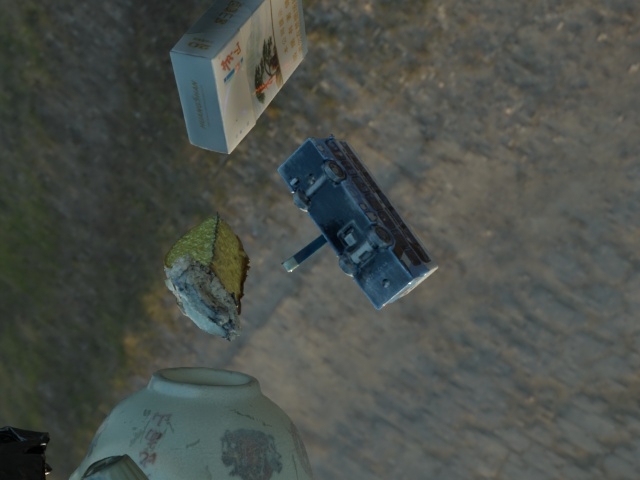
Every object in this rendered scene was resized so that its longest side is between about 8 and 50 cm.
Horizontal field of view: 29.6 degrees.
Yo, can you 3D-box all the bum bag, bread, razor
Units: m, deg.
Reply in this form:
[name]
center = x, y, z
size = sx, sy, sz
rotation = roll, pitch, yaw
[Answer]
[bum bag]
center = -0.445, 0.345, 1.752
size = 0.123, 0.060, 0.248
rotation = 5, -161, -19
[bread]
center = -0.215, 0.061, 2.225
size = 0.129, 0.134, 0.260
rotation = 60, -170, -25
[razor]
center = 0.003, -0.002, 2.075
size = 0.037, 0.191, 0.068
rotation = -33, 94, 46

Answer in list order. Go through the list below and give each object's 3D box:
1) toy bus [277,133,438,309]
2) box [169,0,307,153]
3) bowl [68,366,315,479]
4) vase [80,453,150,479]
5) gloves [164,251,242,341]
[toy bus]
center = 0.063, -0.035, 2.036
size = 0.106, 0.131, 0.297
rotation = -43, 74, 30
[box]
center = -0.099, -0.242, 1.553
size = 0.067, 0.233, 0.149
rotation = 13, 138, 23
[bowl]
center = -0.199, 0.323, 2.040
size = 0.434, 0.196, 0.435
rotation = 5, -177, 0
[vase]
center = -0.209, 0.375, 1.455
size = 0.128, 0.128, 0.248
rotation = -12, 104, 60
[gloves]
center = -0.178, 0.092, 1.920
size = 0.153, 0.070, 0.114
rotation = 51, 162, 7
